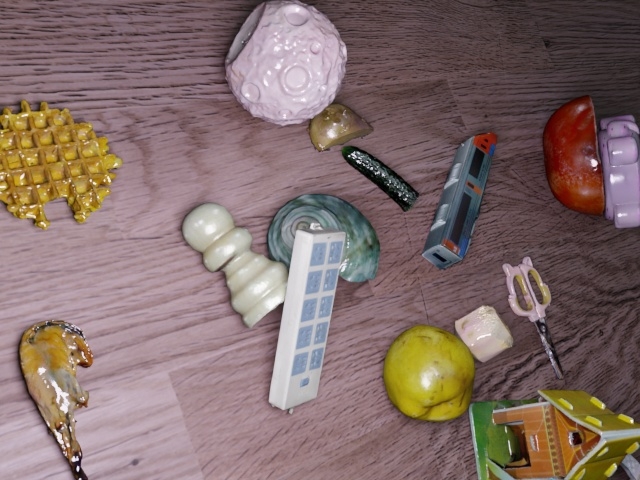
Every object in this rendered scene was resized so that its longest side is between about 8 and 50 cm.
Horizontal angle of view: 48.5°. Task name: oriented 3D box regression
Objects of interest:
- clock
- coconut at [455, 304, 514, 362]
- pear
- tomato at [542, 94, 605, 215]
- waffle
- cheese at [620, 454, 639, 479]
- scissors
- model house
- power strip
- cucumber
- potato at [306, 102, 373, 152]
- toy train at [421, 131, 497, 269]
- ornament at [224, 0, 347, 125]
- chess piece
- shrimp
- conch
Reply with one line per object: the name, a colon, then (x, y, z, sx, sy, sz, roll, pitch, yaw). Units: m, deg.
clock: (0.826, -0.184, 1.952, 0.322, 0.114, 0.295, -44, 126, -66)
coconut: (0.361, 0.215, 1.606, 0.116, 0.122, 0.116, 51, 13, -17)
pear: (0.222, 0.269, 1.453, 0.200, 0.200, 0.199, 13, 65, -29)
tomato: (0.683, -0.226, 1.931, 0.338, 0.144, 0.338, -8, 90, -73)
waffle: (-0.476, -0.132, 1.234, 0.232, 0.051, 0.228, 35, 57, -16)
cheese: (0.805, 0.620, 1.761, 0.249, 0.071, 0.163, 33, 56, -19)
scissors: (0.552, 0.197, 1.791, 0.160, 0.024, 0.317, -14, 80, -36)
model house: (0.541, 0.480, 1.486, 0.301, 0.324, 0.339, 6, 69, -31)
power strip: (-0.026, 0.149, 1.303, 0.106, 0.043, 0.367, -6, 110, -51)
cucumber: (0.135, -0.151, 1.642, 0.215, 0.052, 0.058, 37, 84, -13)
potato: (0.055, -0.275, 1.612, 0.172, 0.089, 0.100, -20, 81, -35)
toy train: (0.346, -0.120, 1.743, 0.089, 0.086, 0.409, 33, 57, -16)
ornament: (-0.065, -0.362, 1.463, 0.225, 0.259, 0.259, 30, 58, -25)
chess piece: (-0.161, 0.034, 1.338, 0.243, 0.133, 0.133, 50, 53, 2)
shrimp: (-0.392, 0.247, 1.132, 0.117, 0.066, 0.262, -22, 87, -37)
conch: (0.000, 0.000, 1.422, 0.220, 0.195, 0.277, 50, 5, 23)
